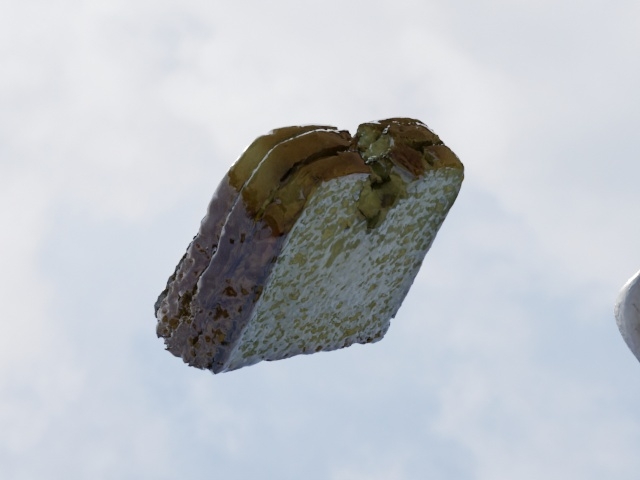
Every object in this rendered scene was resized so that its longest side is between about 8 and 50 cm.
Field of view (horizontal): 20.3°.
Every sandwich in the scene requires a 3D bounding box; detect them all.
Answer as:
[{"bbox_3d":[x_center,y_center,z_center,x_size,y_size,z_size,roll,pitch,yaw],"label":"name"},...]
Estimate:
[{"bbox_3d":[-0.001,-0.001,1.672,0.273,0.249,0.095,-8,-135,-50],"label":"sandwich"}]

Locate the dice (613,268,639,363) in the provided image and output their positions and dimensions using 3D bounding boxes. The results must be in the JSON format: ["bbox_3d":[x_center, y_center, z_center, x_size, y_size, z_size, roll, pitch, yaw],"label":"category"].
[{"bbox_3d":[0.461,0.074,2.006,0.194,0.193,0.192,51,-147,10],"label":"dice"}]
